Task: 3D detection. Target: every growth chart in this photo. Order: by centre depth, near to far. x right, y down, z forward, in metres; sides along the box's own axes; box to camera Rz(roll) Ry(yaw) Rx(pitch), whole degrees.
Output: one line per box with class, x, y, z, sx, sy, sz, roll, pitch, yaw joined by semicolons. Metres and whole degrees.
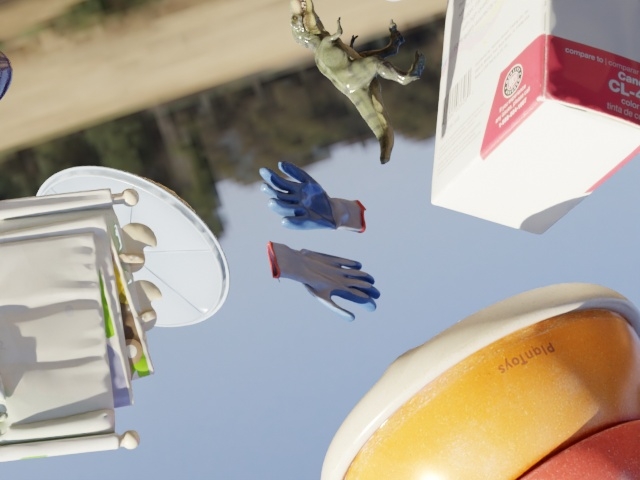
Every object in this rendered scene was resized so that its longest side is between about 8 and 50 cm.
growth chart;-0.214;0.069;1.620;0.172;0.237;0.021;2;166;-21

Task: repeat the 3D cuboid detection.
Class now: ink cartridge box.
ink cartridge box;0.214;-0.193;1.843;0.131;0.306;0.226;17;150;-17

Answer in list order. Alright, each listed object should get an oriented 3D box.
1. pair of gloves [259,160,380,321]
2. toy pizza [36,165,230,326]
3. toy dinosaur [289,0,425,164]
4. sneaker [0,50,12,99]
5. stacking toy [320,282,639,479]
pair of gloves;0.000;0.000;2.208;0.159;0.198;0.023;18;138;-35
toy pizza;-0.174;0.002;1.816;0.201;0.201;0.032;-12;-145;38
toy dinosaur;0.062;-0.212;2.403;0.118;0.268;0.064;-29;150;-6
sneaker;-0.417;-0.090;1.939;0.283;0.107;0.124;-36;176;14
stacking toy;0.248;0.310;1.750;0.350;0.480;0.351;-25;151;-15
